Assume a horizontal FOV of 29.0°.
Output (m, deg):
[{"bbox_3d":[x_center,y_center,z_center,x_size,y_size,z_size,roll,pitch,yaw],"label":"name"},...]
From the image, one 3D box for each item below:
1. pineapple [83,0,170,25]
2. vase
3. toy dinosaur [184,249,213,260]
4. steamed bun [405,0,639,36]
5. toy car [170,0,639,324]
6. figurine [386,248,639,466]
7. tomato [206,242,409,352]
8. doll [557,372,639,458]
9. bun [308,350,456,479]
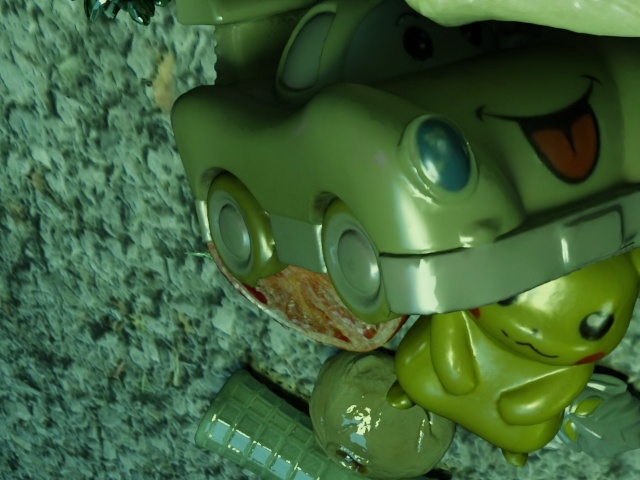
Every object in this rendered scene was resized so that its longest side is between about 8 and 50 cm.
[{"bbox_3d":[-0.177,-0.272,0.998,0.103,0.083,0.221,20,147,18],"label":"pineapple"},{"bbox_3d":[-0.004,0.280,1.524,0.299,0.143,0.143,31,146,7],"label":"vase"},{"bbox_3d":[-0.103,0.024,1.375,0.083,0.021,0.062,0,148,37],"label":"toy dinosaur"},{"bbox_3d":[0.101,-0.268,0.680,0.275,0.206,0.320,-7,131,23],"label":"steamed bun"},{"bbox_3d":[0.059,-0.091,0.827,0.336,0.242,0.226,12,116,58],"label":"toy car"},{"bbox_3d":[0.190,0.055,1.050,0.218,0.169,0.327,24,143,-1],"label":"figurine"},{"bbox_3d":[0.000,0.000,1.197,0.236,0.095,0.237,24,149,16],"label":"tomato"},{"bbox_3d":[0.251,0.159,1.225,0.180,0.079,0.094,33,115,9],"label":"doll"},{"bbox_3d":[0.060,0.208,1.394,0.173,0.113,0.166,35,146,-9],"label":"bun"}]
